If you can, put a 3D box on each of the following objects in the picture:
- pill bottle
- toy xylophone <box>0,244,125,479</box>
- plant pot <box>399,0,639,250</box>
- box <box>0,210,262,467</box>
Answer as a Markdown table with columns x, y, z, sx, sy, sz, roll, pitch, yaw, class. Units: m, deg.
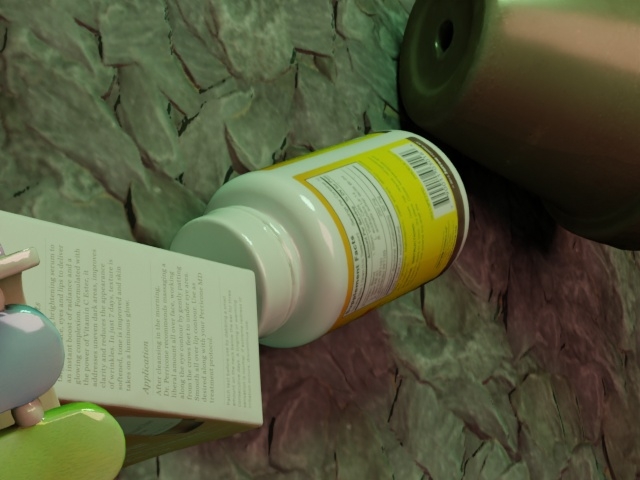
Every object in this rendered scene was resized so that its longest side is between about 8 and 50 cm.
| x | y | z | sx | sy | sz | roll | pitch | yaw | class |
| --- | --- | --- | --- | --- | --- | --- | --- | --- | --- |
| 0.000 | 0.000 | 0.882 | 0.215 | 0.117 | 0.117 | -22 | 89 | -49 | pill bottle |
| -0.163 | 0.165 | 0.554 | 0.236 | 0.081 | 0.323 | -30 | 113 | -18 | toy xylophone |
| 0.195 | -0.138 | 1.090 | 0.229 | 0.263 | 0.263 | 11 | 64 | -24 | plant pot |
| -0.136 | 0.060 | 0.698 | 0.170 | 0.130 | 0.091 | 14 | 63 | -42 | box |
